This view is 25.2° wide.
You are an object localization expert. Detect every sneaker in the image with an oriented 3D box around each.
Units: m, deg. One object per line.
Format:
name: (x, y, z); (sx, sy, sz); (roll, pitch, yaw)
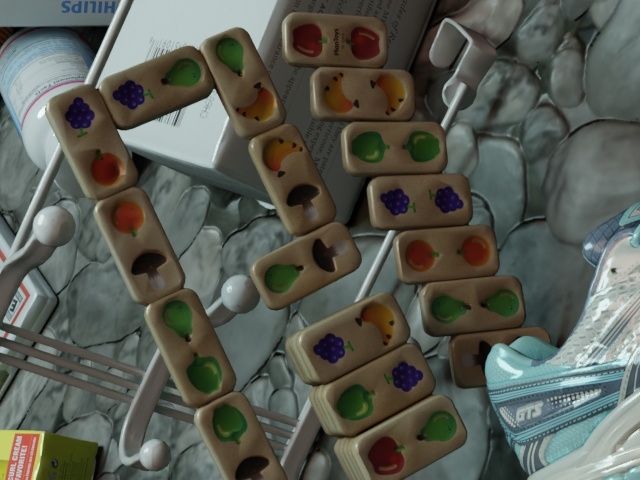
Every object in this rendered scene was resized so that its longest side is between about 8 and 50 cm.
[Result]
sneaker: (0.180, 0.019, 0.632); (0.283, 0.110, 0.122); (-43, 66, 25)

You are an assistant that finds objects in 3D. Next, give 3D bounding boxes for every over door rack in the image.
over door rack: (-0.045, -0.018, 0.818); (0.108, 0.239, 0.324); (17, 86, 65)

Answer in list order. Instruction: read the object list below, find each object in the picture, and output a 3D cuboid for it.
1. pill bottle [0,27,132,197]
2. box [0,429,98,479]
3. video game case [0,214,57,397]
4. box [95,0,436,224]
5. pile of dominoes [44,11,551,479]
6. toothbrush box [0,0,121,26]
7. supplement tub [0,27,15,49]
pill bottle: (-0.208, -0.106, 1.175); (0.087, 0.087, 0.160); (-52, 42, 18)
box: (-0.273, 0.191, 1.109); (0.232, 0.058, 0.087); (-4, 71, 40)
video game case: (-0.343, 0.117, 1.269); (0.285, 0.025, 0.204); (-58, 40, 11)
box: (-0.043, -0.124, 0.972); (0.181, 0.119, 0.182); (19, 86, 51)
pile of dominoes: (0.000, 0.000, 0.738); (0.251, 0.196, 0.040); (64, 162, 2)
toothbrush box: (-0.255, -0.327, 1.155); (0.126, 0.216, 0.295); (37, 126, 53)
supplement tub: (-0.350, -0.214, 1.364); (0.117, 0.117, 0.190); (5, 75, 49)
